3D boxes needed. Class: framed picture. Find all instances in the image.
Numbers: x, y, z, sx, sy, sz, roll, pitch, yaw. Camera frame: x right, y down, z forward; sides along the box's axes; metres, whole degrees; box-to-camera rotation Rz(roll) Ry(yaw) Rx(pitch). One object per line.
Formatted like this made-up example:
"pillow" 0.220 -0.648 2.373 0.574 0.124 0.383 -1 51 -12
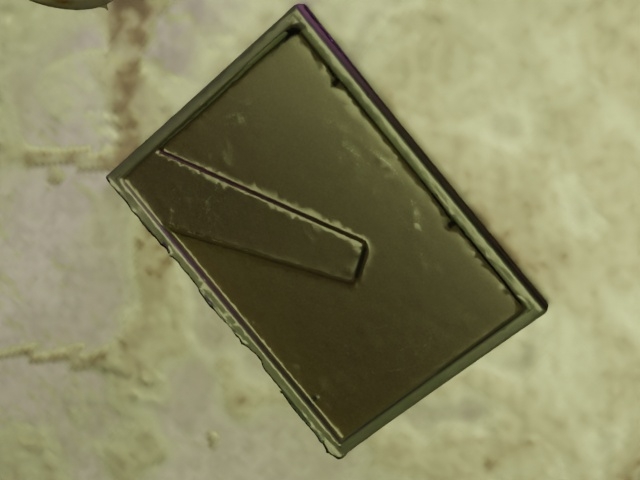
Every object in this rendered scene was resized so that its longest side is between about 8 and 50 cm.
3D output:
"framed picture" 0.000 0.000 0.522 0.109 0.011 0.149 -38 92 22

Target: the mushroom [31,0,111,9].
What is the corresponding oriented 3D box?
"mushroom" -0.092 -0.124 0.484 0.083 0.067 0.083 41 146 35
